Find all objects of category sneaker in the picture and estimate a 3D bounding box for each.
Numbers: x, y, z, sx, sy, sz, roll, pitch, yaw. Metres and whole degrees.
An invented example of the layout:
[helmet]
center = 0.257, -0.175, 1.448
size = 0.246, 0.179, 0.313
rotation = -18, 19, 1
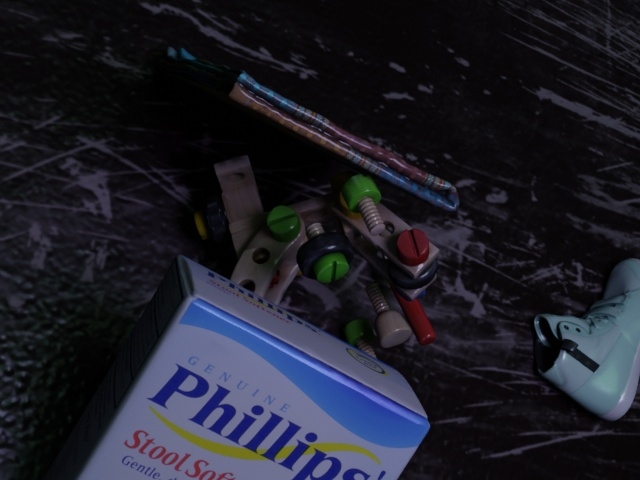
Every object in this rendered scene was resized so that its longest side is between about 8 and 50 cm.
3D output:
[sneaker]
center = 0.380, 0.105, 1.462
size = 0.151, 0.094, 0.255
rotation = 31, 57, -15

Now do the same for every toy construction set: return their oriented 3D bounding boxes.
[toy construction set]
center = 0.000, 0.000, 1.215
size = 0.309, 0.257, 0.237
rotation = 29, 31, -53

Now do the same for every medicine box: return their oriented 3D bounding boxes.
[medicine box]
center = -0.090, 0.207, 1.014
size = 0.264, 0.149, 0.289
rotation = 29, 98, -16

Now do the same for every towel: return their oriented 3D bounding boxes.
[towel]
center = -0.025, -0.132, 1.163
size = 0.272, 0.370, 0.040
rotation = 25, 94, -22
